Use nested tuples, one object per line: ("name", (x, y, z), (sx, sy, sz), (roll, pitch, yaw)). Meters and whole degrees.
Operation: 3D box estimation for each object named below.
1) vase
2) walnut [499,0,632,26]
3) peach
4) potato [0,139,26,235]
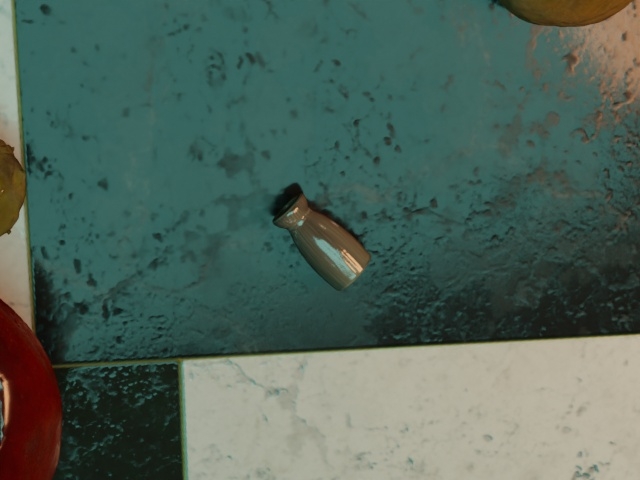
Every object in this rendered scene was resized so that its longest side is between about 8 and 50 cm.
("vase", (0.000, 0.000, 1.859), (0.053, 0.053, 0.100), (-45, 100, 6))
("walnut", (0.240, -0.284, 1.768), (0.166, 0.149, 0.167), (-1, 84, 13))
("peach", (-0.379, 0.173, 1.788), (0.257, 0.201, 0.362), (12, 98, 15))
("potato", (-0.430, -0.073, 1.746), (0.296, 0.141, 0.192), (12, 106, -12))
